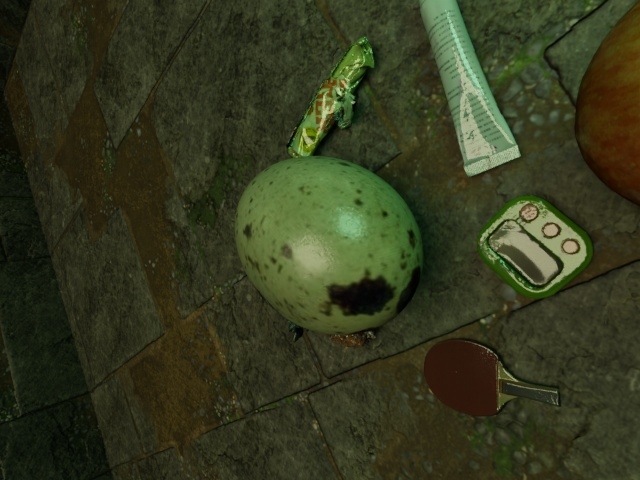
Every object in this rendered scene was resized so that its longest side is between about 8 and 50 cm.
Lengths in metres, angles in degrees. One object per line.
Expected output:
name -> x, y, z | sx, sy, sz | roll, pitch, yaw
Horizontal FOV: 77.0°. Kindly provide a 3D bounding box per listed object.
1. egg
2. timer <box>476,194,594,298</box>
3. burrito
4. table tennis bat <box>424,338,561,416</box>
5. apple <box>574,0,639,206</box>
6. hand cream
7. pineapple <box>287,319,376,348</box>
egg -> 0.000, 0.000, 0.703 | 0.379, 0.288, 0.287 | 25, 109, 42
timer -> 0.318, 0.009, 0.606 | 0.140, 0.047, 0.128 | 49, 120, 24
burrito -> 0.024, -0.259, 0.807 | 0.104, 0.054, 0.288 | 50, 122, 23
table tennis bat -> 0.278, 0.236, 0.678 | 0.221, 0.019, 0.130 | 0, 94, 40
apple -> 0.430, -0.138, 0.394 | 0.309, 0.250, 0.277 | 28, 97, 11
hand cream -> 0.223, -0.272, 0.645 | 0.085, 0.058, 0.331 | -20, 82, 36
pineapple -> 0.022, 0.174, 0.834 | 0.221, 0.083, 0.103 | 6, 97, 40
